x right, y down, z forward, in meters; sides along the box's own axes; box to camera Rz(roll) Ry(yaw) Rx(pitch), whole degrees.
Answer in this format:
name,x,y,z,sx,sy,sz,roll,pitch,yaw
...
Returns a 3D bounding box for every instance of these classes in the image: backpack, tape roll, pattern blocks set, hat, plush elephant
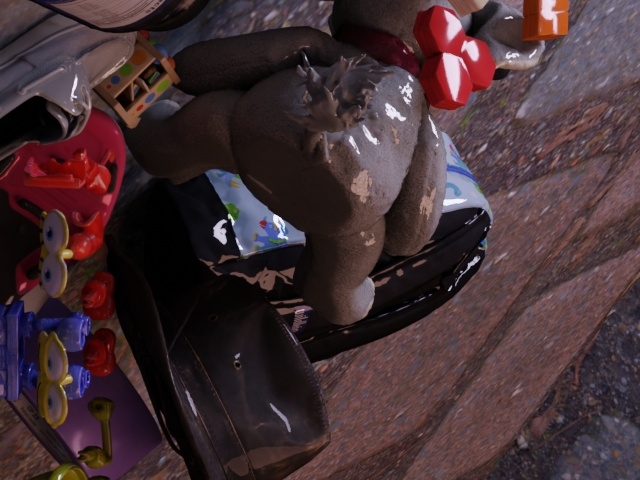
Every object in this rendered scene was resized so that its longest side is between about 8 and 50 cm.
name,x,y,z,sx,sy,sz,roll,pitch,yaw
backpack,0.000,0.000,1.757,0.356,0.273,0.290,-7,142,-14
tape roll,-0.236,0.139,1.618,0.080,0.189,0.189,-40,160,-16
pattern blocks set,0.112,-0.275,1.410,0.026,0.285,0.325,-19,-163,42
hat,-0.073,0.130,1.489,0.134,0.331,0.331,-21,155,-12
plush elephant,0.029,-0.137,1.490,0.255,0.272,0.330,-53,-178,-30

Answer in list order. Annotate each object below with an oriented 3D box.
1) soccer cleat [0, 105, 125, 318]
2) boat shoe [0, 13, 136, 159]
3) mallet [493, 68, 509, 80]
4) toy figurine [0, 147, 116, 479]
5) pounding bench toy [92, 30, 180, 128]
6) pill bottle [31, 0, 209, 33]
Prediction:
name,x,y,z,sx,sy,sz,roll,pitch,yaw
soccer cleat,-0.277,0.024,1.462,0.331,0.116,0.143,-58,-164,4
boat shoe,-0.218,-0.103,1.326,0.227,0.081,0.079,-32,157,-32
mallet,0.147,-0.176,2.009,0.190,0.039,0.062,-35,156,-16
toy figurine,-0.279,0.100,1.345,0.191,0.217,0.362,-74,167,-73
pounding bench toy,-0.152,-0.134,1.444,0.065,0.052,0.083,-44,161,-5
pill bottle,-0.153,-0.209,1.183,0.123,0.123,0.219,-49,161,9
